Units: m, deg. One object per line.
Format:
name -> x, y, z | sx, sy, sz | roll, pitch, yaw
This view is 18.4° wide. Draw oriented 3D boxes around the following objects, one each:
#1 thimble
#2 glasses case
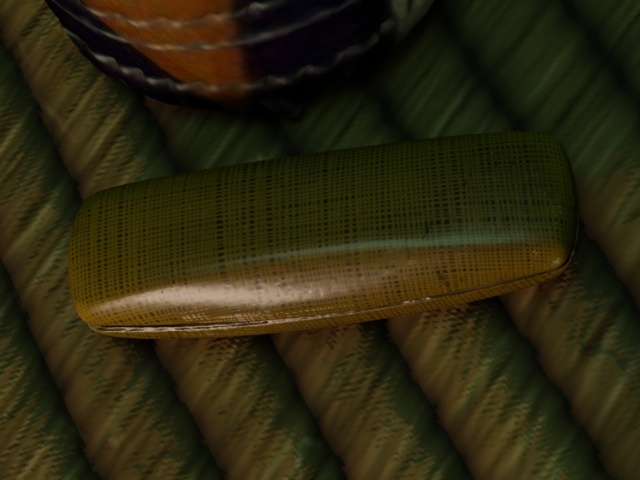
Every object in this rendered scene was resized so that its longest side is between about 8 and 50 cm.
thimble -> -0.038, -0.186, 0.940 | 0.237, 0.150, 0.237 | -6, 64, 13
glasses case -> 0.000, 0.000, 0.893 | 0.234, 0.064, 0.079 | -8, 64, 12
